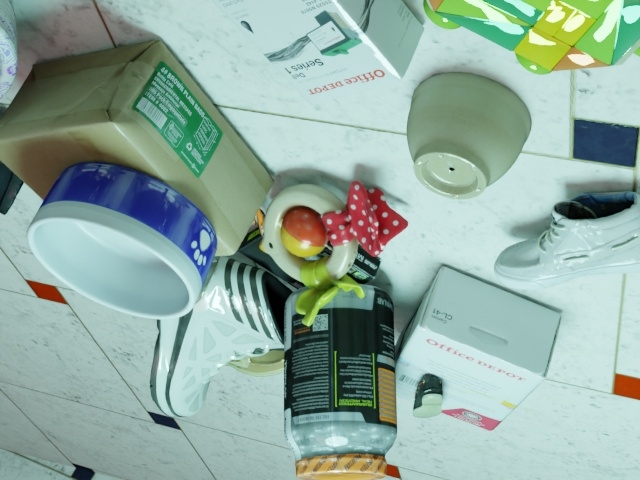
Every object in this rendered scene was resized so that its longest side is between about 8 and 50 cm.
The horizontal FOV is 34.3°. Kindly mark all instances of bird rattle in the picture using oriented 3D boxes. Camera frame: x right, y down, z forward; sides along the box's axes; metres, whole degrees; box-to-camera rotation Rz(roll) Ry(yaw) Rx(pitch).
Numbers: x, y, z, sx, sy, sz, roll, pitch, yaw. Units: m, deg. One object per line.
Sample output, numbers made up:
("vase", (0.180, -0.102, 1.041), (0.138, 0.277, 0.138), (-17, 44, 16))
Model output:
("bird rattle", (0.000, 0.000, 1.609), (0.207, 0.143, 0.253), (33, 133, 15))

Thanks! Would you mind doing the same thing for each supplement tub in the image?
("supplement tub", (0.033, 0.245, 1.767), (0.194, 0.316, 0.193), (0, 160, 0))

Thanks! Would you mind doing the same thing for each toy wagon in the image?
("toy wagon", (0.267, -0.270, 1.078), (0.344, 0.068, 0.267), (26, 151, -6))

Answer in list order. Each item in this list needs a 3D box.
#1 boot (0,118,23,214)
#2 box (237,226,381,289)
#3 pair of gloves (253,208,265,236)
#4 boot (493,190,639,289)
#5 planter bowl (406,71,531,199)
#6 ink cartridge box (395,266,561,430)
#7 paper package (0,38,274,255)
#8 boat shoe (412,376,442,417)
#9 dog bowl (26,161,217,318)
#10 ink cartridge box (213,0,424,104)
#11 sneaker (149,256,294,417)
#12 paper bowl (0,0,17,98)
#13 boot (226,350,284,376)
("boot", (-0.612, -0.162, 1.820), (0.207, 0.094, 0.246), (25, 144, -13))
("box", (-0.021, 0.027, 1.789), (0.191, 0.045, 0.184), (34, 146, -19))
("pair of gloves", (-0.118, -0.042, 1.736), (0.083, 0.010, 0.074), (12, 123, 46))
("boot", (0.344, -0.009, 1.451), (0.258, 0.095, 0.123), (-12, 131, 33))
("planter bowl", (0.180, -0.123, 1.339), (0.162, 0.109, 0.162), (17, 151, 10))
("ink cartridge box", (0.254, 0.197, 1.795), (0.226, 0.131, 0.306), (22, 150, 1))
("paper package", (-0.288, -0.123, 1.596), (0.309, 0.168, 0.325), (-3, 141, 35))
("boat shoe", (0.187, 0.276, 1.801), (0.049, 0.042, 0.133), (1, 151, -3))
("dog bowl", (-0.291, 0.004, 1.534), (0.265, 0.104, 0.265), (16, 150, 9))
("ink cartridge box", (-0.006, -0.275, 1.229), (0.160, 0.092, 0.219), (-9, 138, 44))
("sneaker", (-0.171, 0.210, 1.940), (0.257, 0.169, 0.447), (15, 135, 6))
("paper bowl", (-0.572, -0.301, 1.452), (0.284, 0.148, 0.284), (-7, 149, -4))
("boot", (-0.186, 0.179, 2.106), (0.262, 0.095, 0.203), (9, 147, 30))
